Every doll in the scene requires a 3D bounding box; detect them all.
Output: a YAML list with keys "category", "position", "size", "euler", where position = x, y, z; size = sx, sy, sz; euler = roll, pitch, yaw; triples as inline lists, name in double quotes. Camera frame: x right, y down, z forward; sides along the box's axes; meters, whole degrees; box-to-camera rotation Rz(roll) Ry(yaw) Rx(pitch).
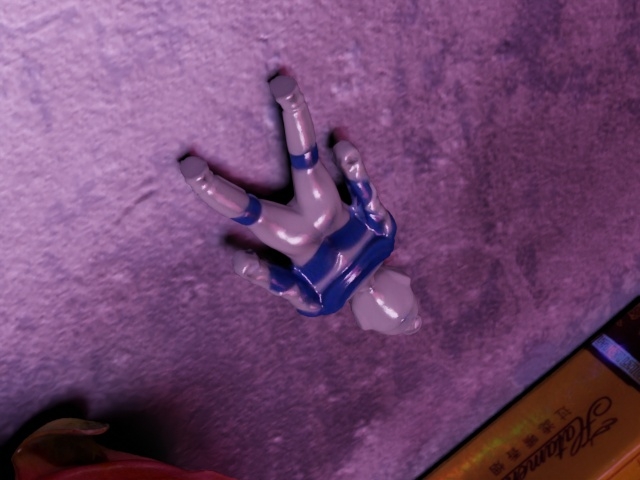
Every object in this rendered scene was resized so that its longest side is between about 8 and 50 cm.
- category: "doll"
  position: [0.000, 0.000, 1.215]
  size: [0.114, 0.057, 0.227]
  euler: [-46, 126, -8]

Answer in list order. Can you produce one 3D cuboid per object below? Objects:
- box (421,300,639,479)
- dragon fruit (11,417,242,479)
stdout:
- category: "box"
  position: [0.218, 0.233, 1.487]
  size: [0.415, 0.116, 0.264]
  euler: [-37, 133, -8]
- category: "dragon fruit"
  position: [-0.124, 0.246, 1.142]
  size: [0.290, 0.290, 0.189]
  euler: [-16, 126, -26]
